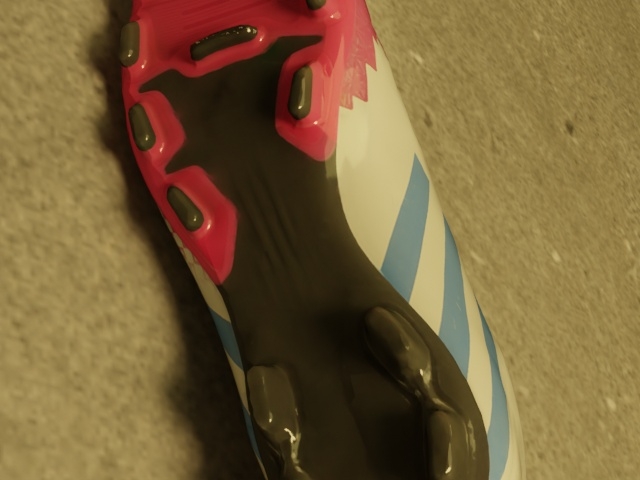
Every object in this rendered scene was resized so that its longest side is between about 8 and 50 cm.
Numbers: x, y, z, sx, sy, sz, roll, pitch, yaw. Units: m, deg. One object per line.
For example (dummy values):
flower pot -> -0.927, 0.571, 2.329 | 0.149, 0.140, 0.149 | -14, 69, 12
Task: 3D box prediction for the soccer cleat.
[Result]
soccer cleat -> 0.000, 0.000, 0.551 | 0.143, 0.116, 0.331 | 44, 26, -60
